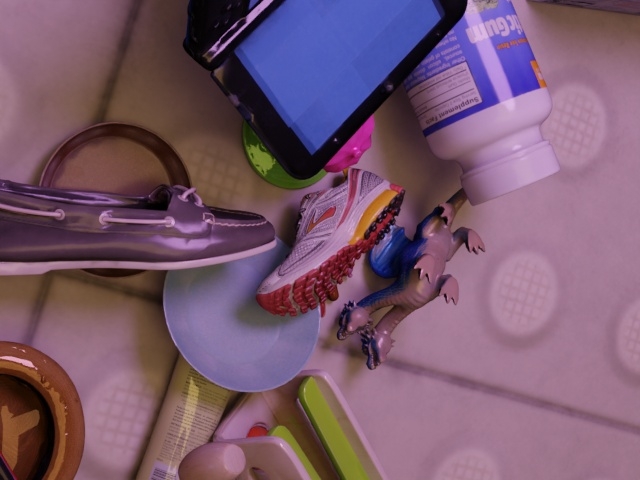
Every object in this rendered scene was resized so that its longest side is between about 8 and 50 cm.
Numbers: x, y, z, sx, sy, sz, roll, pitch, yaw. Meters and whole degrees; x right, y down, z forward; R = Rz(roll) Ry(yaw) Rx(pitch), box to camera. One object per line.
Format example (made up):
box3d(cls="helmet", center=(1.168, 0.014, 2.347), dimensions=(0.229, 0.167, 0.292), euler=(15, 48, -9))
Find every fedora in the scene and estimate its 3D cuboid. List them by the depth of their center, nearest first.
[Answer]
box3d(cls="fedora", center=(-0.335, 0.197, 0.981), dimensions=(0.194, 0.079, 0.194), euler=(0, 89, -26))

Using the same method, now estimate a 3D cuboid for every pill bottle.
box3d(cls="pill bottle", center=(0.176, -0.185, 1.121), dimensions=(0.152, 0.152, 0.272), euler=(-23, 90, -23))

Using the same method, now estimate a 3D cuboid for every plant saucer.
box3d(cls="plant saucer", center=(-0.221, -0.043, 1.040), dimensions=(0.168, 0.029, 0.168), euler=(-3, 96, -26))
box3d(cls="plant saucer", center=(-0.092, 0.078, 1.090), dimensions=(0.195, 0.037, 0.195), euler=(11, 67, -28))

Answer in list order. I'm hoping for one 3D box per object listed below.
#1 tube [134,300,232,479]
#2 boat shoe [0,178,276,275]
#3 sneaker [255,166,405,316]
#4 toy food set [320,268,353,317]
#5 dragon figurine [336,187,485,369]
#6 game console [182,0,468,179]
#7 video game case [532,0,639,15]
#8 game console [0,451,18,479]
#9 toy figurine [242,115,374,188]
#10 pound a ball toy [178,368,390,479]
box3d(cls="tube", center=(-0.146, 0.196, 1.092), dimensions=(0.070, 0.062, 0.240), euler=(46, 63, -68))
box3d(cls="boat shoe", center=(-0.201, -0.023, 0.974), dimensions=(0.335, 0.112, 0.095), euler=(-4, 102, -22))
box3d(cls="sneaker", center=(0.000, 0.000, 1.115), dimensions=(0.093, 0.088, 0.225), euler=(34, 57, 18))
box3d(cls="toy food set", center=(0.002, 0.043, 1.165), dimensions=(0.078, 0.019, 0.122), euler=(19, 87, -27))
box3d(cls="dragon figurine", center=(0.117, 0.019, 1.183), dimensions=(0.085, 0.144, 0.289), euler=(39, 59, -23))
box3d(cls="game console", center=(0.032, -0.237, 0.891), dimensions=(0.173, 0.250, 0.293), euler=(41, 73, 1))
box3d(cls="video game case", center=(0.444, -0.334, 1.220), dimensions=(0.270, 0.244, 0.061), euler=(0, 96, -27))
box3d(cls="game console", center=(-0.473, 0.258, 0.862), dimensions=(0.387, 0.060, 0.342), euler=(-29, 101, -6))
box3d(cls="toy figurine", center=(-0.010, -0.136, 1.062), dimensions=(0.130, 0.159, 0.173), euler=(-39, 110, -18))
box3d(cls="pound a ball toy", center=(-0.037, 0.300, 1.091), dimensions=(0.319, 0.136, 0.208), euler=(61, 39, -20))
